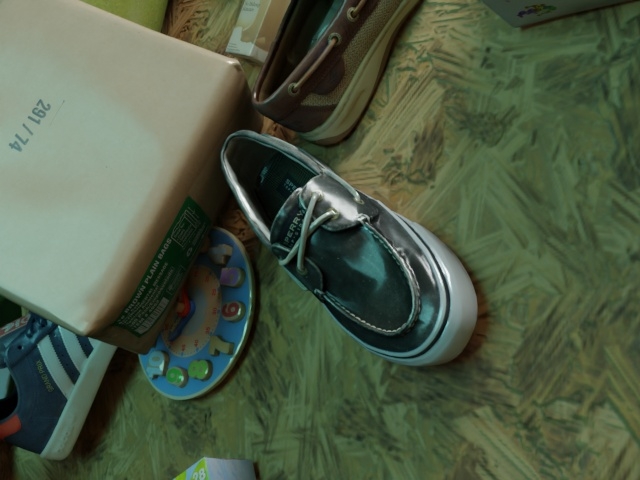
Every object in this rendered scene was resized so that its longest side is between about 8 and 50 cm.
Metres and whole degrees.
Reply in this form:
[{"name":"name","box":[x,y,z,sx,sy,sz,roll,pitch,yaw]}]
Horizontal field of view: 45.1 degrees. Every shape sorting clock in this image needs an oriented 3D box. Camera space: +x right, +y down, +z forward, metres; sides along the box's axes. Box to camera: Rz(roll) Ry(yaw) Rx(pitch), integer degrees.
[{"name":"shape sorting clock","box":[-0.152,0.081,0.900,0.206,0.040,0.206,-18,63,42]}]

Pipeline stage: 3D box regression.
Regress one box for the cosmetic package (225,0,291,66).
[{"name":"cosmetic package","box":[-0.066,-0.272,0.938,0.060,0.041,0.115,23,93,48]}]

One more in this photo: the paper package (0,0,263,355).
[{"name":"paper package","box":[-0.265,-0.083,0.861,0.309,0.168,0.325,24,80,16]}]

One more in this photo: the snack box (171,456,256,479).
[{"name":"snack box","box":[-0.136,0.339,0.767,0.207,0.070,0.174,-39,51,29]}]

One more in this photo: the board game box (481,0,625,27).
[{"name":"board game box","box":[0.265,-0.304,0.564,0.303,0.097,0.224,-1,75,45]}]

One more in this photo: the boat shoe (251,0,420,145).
[{"name":"boat shoe","box":[0.026,-0.271,0.780,0.123,0.123,0.342,33,100,47]}]

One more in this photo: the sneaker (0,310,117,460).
[{"name":"sneaker","box":[-0.332,0.108,0.976,0.350,0.148,0.131,-66,19,4]}]

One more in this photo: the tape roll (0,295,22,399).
[{"name":"tape roll","box":[-0.496,0.223,1.061,0.321,0.077,0.321,-168,90,-82]}]

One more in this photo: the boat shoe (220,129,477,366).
[{"name":"boat shoe","box":[0.000,0.000,0.711,0.335,0.119,0.121,41,106,46]}]

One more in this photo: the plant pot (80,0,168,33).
[{"name":"plant pot","box":[-0.333,-0.317,1.097,0.276,0.276,0.254,8,92,47]}]
